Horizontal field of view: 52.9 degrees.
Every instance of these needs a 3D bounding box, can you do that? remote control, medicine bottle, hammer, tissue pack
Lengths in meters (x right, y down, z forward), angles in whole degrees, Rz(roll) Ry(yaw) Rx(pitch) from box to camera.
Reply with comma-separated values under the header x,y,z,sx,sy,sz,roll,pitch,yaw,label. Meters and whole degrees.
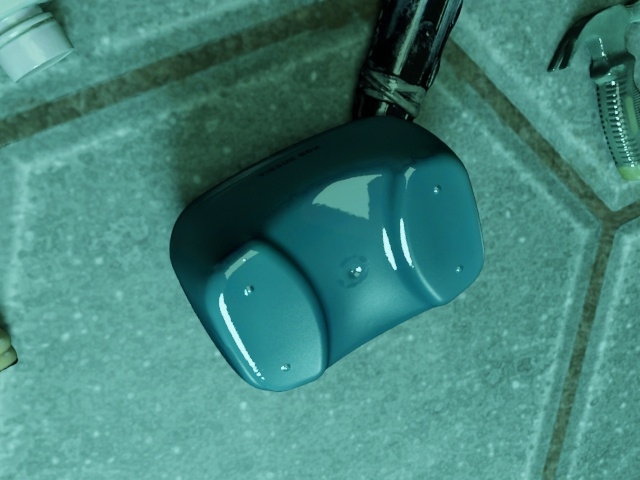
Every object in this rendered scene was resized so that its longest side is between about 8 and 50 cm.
x,y,z,sx,sy,sz,roll,pitch,yaw,label
0.107,-0.234,0.709,0.090,0.066,0.266,16,95,-17,remote control
-0.300,-0.236,0.569,0.119,0.069,0.183,-36,109,-13,medicine bottle
0.384,-0.184,0.828,0.158,0.041,0.227,-27,108,-12,hammer
0.000,0.000,0.656,0.287,0.206,0.198,-29,118,-10,tissue pack

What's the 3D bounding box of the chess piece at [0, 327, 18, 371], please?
x,y,z,sx,sy,sz,roll,pitch,yaw,label
-0.346,0.073,0.623,0.066,0.066,0.122,-18,100,-15,chess piece
